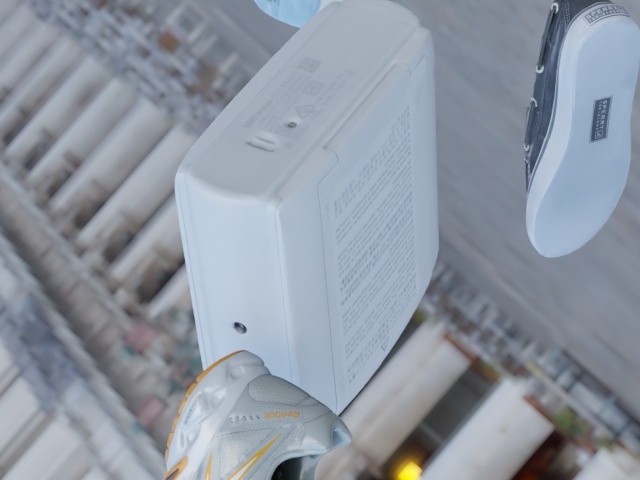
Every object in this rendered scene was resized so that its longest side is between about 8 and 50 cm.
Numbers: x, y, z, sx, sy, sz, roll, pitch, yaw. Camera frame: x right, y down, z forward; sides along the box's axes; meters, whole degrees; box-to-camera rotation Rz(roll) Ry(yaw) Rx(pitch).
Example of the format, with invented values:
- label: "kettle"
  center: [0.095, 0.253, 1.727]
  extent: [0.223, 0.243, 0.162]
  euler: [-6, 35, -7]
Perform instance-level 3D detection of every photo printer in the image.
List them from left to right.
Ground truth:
- label: "photo printer"
  center: [0.000, 0.000, 1.392]
  extent: [0.107, 0.256, 0.307]
  euler: [20, 140, 24]

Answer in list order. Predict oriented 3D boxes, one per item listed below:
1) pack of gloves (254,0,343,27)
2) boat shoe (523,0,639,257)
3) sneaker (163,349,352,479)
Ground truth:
- label: "pack of gloves"
  center: [0.000, -0.292, 1.663]
  extent: [0.232, 0.046, 0.195]
  euler: [31, 127, 47]
- label: "boat shoe"
  center: [0.189, -0.093, 1.363]
  extent: [0.076, 0.080, 0.228]
  euler: [-122, 24, -45]
- label: "sneaker"
  center: [-0.069, 0.215, 1.240]
  extent: [0.121, 0.262, 0.099]
  euler: [25, -176, 24]
